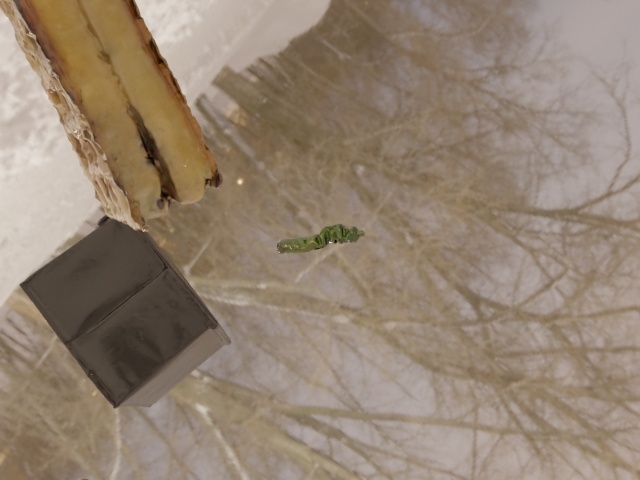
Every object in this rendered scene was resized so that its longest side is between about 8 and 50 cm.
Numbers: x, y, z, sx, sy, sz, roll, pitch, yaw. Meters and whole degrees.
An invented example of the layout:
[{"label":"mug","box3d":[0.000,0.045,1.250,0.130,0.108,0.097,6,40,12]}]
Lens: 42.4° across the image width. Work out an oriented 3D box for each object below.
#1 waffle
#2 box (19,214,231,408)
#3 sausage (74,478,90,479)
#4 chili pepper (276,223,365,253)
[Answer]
[{"label":"waffle","box3d":[-0.202,-0.165,0.709,0.091,0.308,0.213,-30,-166,-16]},{"label":"box","box3d":[-0.312,0.128,1.408,0.204,0.251,0.345,-39,172,-9]},{"label":"sausage","box3d":[-0.278,0.272,0.892,0.116,0.026,0.026,-22,-151,47]},{"label":"chili pepper","box3d":[0.000,0.000,0.760,0.027,0.083,0.022,82,-4,-62]}]
